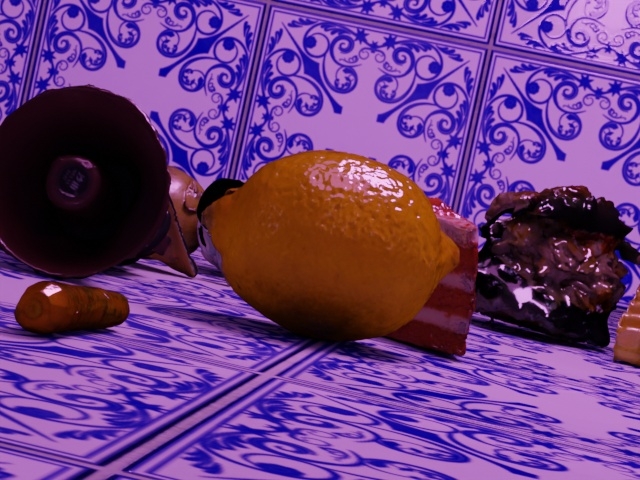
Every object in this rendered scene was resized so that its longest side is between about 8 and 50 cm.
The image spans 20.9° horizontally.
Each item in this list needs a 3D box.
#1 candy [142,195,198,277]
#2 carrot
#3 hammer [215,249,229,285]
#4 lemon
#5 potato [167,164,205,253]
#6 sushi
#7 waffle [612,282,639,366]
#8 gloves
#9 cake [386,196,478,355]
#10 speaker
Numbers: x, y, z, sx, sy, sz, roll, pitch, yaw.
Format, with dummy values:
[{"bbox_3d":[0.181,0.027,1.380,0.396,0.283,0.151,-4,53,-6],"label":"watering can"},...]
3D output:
[{"bbox_3d":[-0.257,-0.037,2.154,0.271,0.143,0.101,17,47,43],"label":"candy"},{"bbox_3d":[-0.187,0.052,1.335,0.042,0.042,0.170,13,1,16],"label":"carrot"},{"bbox_3d":[-0.013,0.045,2.096,0.246,0.103,0.029,26,4,9],"label":"hammer"},{"bbox_3d":[0.010,0.005,1.690,0.256,0.188,0.188,8,3,-3],"label":"lemon"},{"bbox_3d":[-0.230,-0.041,2.327,0.176,0.137,0.137,9,3,-22],"label":"potato"},{"bbox_3d":[0.313,0.025,2.389,0.225,0.219,0.238,18,5,28],"label":"sushi"},{"bbox_3d":[0.513,0.114,2.275,0.219,0.057,0.229,13,25,19],"label":"waffle"},{"bbox_3d":[-0.096,-0.011,2.303,0.111,0.127,0.212,1,-20,10],"label":"gloves"},{"bbox_3d":[0.076,0.027,1.883,0.159,0.158,0.262,8,4,-6],"label":"cake"},{"bbox_3d":[-0.290,-0.041,1.884,0.259,0.198,0.329,2,-8,-5],"label":"speaker"}]
